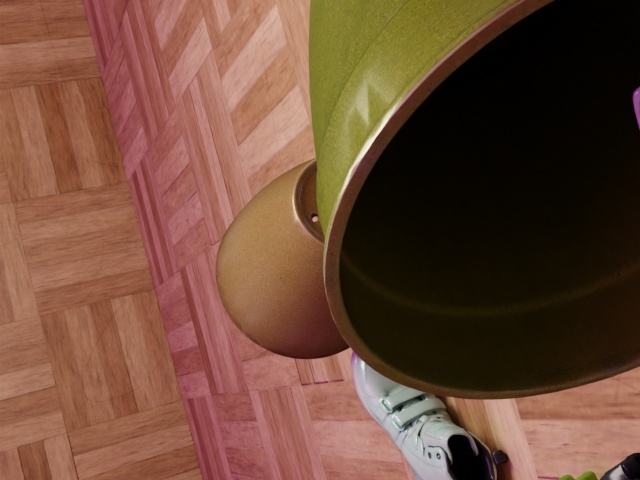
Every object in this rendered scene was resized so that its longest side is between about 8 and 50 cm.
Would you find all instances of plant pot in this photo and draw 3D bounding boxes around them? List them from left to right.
[{"bbox_3d":[0.000,0.000,1.036,0.254,0.237,0.237,118,134,-67],"label":"plant pot"},{"bbox_3d":[0.139,-0.137,0.622,0.367,0.366,0.353,103,157,-44],"label":"plant pot"}]

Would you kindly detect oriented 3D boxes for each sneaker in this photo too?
[{"bbox_3d":[0.135,0.216,1.060,0.256,0.094,0.151,59,158,16],"label":"sneaker"}]

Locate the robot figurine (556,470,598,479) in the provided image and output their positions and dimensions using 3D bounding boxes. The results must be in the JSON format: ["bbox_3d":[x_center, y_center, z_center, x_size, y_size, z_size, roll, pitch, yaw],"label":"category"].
[{"bbox_3d":[0.266,0.290,0.842,0.101,0.067,0.115,-21,80,34],"label":"robot figurine"}]

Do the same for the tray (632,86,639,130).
[{"bbox_3d":[0.275,-0.013,0.473,0.270,0.145,0.030,55,-154,-35],"label":"tray"}]

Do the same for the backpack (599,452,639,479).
[{"bbox_3d":[0.293,0.283,0.712,0.182,0.115,0.152,59,140,33],"label":"backpack"}]
